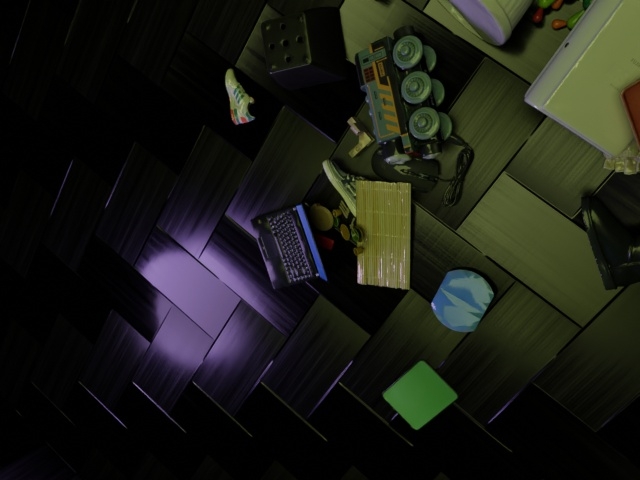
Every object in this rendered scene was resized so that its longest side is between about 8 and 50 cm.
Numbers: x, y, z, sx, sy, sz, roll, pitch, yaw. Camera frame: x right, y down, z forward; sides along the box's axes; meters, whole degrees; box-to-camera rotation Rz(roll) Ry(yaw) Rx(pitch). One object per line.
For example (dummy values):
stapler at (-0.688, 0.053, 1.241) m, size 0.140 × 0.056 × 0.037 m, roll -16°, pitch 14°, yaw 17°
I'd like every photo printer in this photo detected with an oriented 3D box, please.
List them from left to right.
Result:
photo printer at (0.611, -0.357, 1.121) m, size 0.256 × 0.107 × 0.307 m, roll 25°, pitch 113°, yaw -21°

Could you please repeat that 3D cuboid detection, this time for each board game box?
board game box at (0.382, 0.159, 1.470) m, size 0.133 × 0.033 × 0.169 m, roll 30°, pitch 107°, yaw 20°

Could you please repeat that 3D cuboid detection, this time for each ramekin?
ramekin at (0.346, -0.568, 1.196) m, size 0.273 × 0.273 × 0.127 m, roll 44°, pitch 103°, yaw 9°

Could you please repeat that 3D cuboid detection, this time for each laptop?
laptop at (-0.095, 0.025, 1.584) m, size 0.264 × 0.136 × 0.234 m, roll -16°, pitch 95°, yaw 28°

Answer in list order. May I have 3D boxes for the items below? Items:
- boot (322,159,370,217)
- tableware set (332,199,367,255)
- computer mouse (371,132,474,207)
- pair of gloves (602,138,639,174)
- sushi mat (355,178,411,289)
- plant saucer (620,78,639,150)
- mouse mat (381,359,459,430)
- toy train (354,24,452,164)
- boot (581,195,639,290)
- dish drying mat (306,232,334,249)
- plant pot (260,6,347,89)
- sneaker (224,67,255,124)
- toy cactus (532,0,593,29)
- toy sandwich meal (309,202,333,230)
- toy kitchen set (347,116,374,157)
boot at (0.090, -0.159, 1.509) m, size 0.086 × 0.069 × 0.190 m, roll -32°, pitch 97°, yaw 22°
tableware set at (0.074, -0.028, 1.520) m, size 0.154 × 0.024 × 0.104 m, roll 58°, pitch 153°, yaw 25°
computer mouse at (0.261, -0.208, 1.420) m, size 0.262 × 0.060 × 0.184 m, roll 27°, pitch 112°, yaw 16°
pair of gloves at (0.754, -0.241, 1.206) m, size 0.240 × 0.042 × 0.204 m, roll 10°, pitch 106°, yaw 22°
sushi mat at (0.171, -0.012, 1.493) m, size 0.151 × 0.019 × 0.317 m, roll 4°, pitch 113°, yaw 16°
plant saucer at (0.744, -0.267, 1.098) m, size 0.259 × 0.048 × 0.258 m, roll -33°, pitch 116°, yaw 8°
mouse mat at (0.288, 0.452, 1.592) m, size 0.152 × 0.007 × 0.190 m, roll 45°, pitch 116°, yaw 8°
toy train at (0.203, -0.354, 1.362) m, size 0.190 × 0.142 × 0.334 m, roll -14°, pitch 88°, yaw 31°
boot at (0.726, -0.013, 1.240) m, size 0.207 × 0.094 × 0.246 m, roll -18°, pitch 101°, yaw 30°
dish drying mat at (0.000, 0.000, 1.612) m, size 0.083 × 0.008 × 0.032 m, roll 22°, pitch 111°, yaw 18°
plant pot at (-0.056, -0.508, 1.432) m, size 0.188 × 0.167 × 0.187 m, roll -4°, pitch 100°, yaw 25°
sneaker at (-0.230, -0.423, 1.597) m, size 0.075 × 0.057 × 0.161 m, roll -7°, pitch 98°, yaw 8°
toy cactus at (0.588, -0.545, 1.185) m, size 0.219 × 0.112 × 0.181 m, roll 14°, pitch 98°, yaw 29°
toy sandwich meal at (0.004, -0.068, 1.580) m, size 0.085 × 0.029 × 0.086 m, roll 14°, pitch 121°, yaw 25°
toy kitchen set at (0.086, -0.279, 1.476) m, size 0.075 × 0.068 × 0.083 m, roll -41°, pitch 84°, yaw 26°
